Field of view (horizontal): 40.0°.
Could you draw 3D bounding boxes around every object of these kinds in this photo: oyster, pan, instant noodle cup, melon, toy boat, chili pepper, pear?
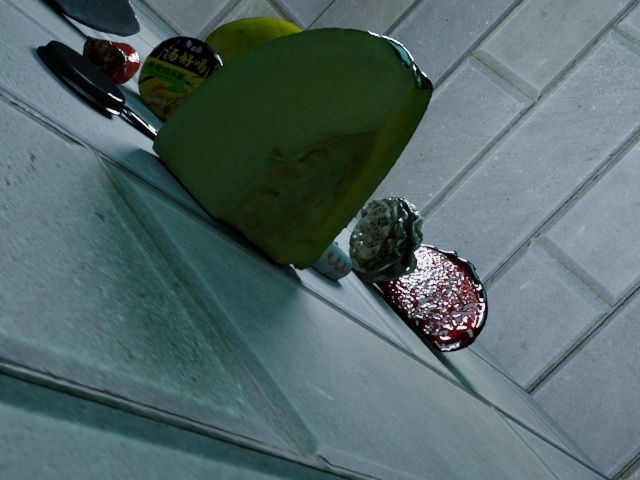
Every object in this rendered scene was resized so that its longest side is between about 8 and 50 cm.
[{"bbox_3d":[0.154,-0.011,2.027,0.112,0.198,0.267,46,37,-32],"label":"oyster"},{"bbox_3d":[-0.290,-0.201,1.207,0.136,0.028,0.235,49,7,34],"label":"pan"},{"bbox_3d":[-0.234,-0.269,1.558,0.151,0.151,0.122,45,-2,10],"label":"instant noodle cup"},{"bbox_3d":[-0.006,-0.132,1.210,0.331,0.343,0.226,45,9,-24],"label":"melon"},{"bbox_3d":[0.000,0.000,1.584,0.134,0.079,0.208,50,6,26],"label":"toy boat"},{"bbox_3d":[-0.319,-0.274,1.348,0.123,0.073,0.070,-67,154,-82],"label":"chili pepper"},{"bbox_3d":[-0.486,-0.490,1.635,0.293,0.111,0.276,33,-2,35],"label":"toy boat"},{"bbox_3d":[-0.132,-0.372,2.130,0.352,0.352,0.413,39,17,-43],"label":"pear"}]

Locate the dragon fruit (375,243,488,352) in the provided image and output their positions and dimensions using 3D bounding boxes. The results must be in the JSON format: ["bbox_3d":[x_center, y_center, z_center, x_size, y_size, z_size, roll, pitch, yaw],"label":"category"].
[{"bbox_3d":[0.264,0.131,2.069,0.343,0.282,0.100,47,-36,32],"label":"dragon fruit"}]
